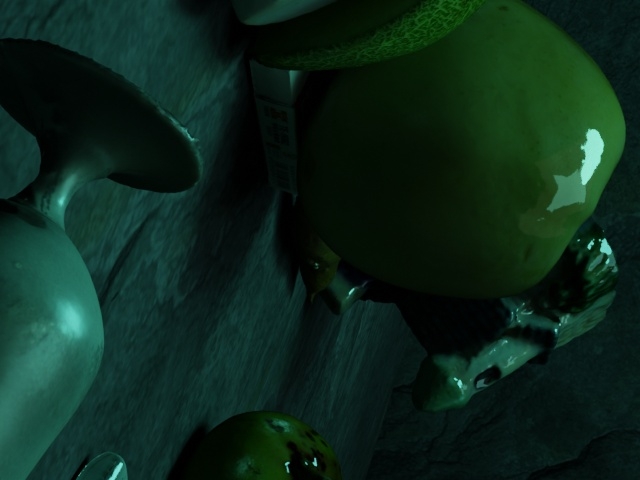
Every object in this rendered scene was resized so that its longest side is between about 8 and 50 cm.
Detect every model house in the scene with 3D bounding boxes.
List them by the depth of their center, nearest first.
[{"bbox_3d":[0.148,0.026,1.547,0.284,0.298,0.243,-32,160,-7],"label":"model house"}]

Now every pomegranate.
[{"bbox_3d":[-0.059,0.248,1.226,0.220,0.156,0.156,105,9,-48],"label":"pomegranate"}]

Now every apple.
[{"bbox_3d":[0.108,-0.073,1.066,0.262,0.262,0.262,19,90,-81],"label":"apple"}]

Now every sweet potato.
[{"bbox_3d":[0.000,0.000,1.329,0.274,0.067,0.067,91,20,-68],"label":"sweet potato"}]

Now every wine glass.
[{"bbox_3d":[-0.138,0.045,0.499,0.103,0.103,0.231,86,28,-67],"label":"wine glass"}]

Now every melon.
[{"bbox_3d":[0.080,-0.217,0.902,0.129,0.169,0.265,26,81,-48],"label":"melon"}]

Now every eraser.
[{"bbox_3d":[-0.006,-0.150,1.067,0.230,0.038,0.157,87,24,-69],"label":"eraser"}]

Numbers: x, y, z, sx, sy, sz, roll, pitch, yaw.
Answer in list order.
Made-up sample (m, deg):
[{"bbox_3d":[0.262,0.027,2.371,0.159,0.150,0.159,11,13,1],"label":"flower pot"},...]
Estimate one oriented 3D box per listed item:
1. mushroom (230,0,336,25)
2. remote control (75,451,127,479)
[{"bbox_3d":[-0.009,-0.232,0.768,0.116,0.093,0.225,-25,122,-43],"label":"mushroom"},{"bbox_3d":[-0.170,0.212,0.857,0.166,0.029,0.065,-61,167,-47],"label":"remote control"}]
